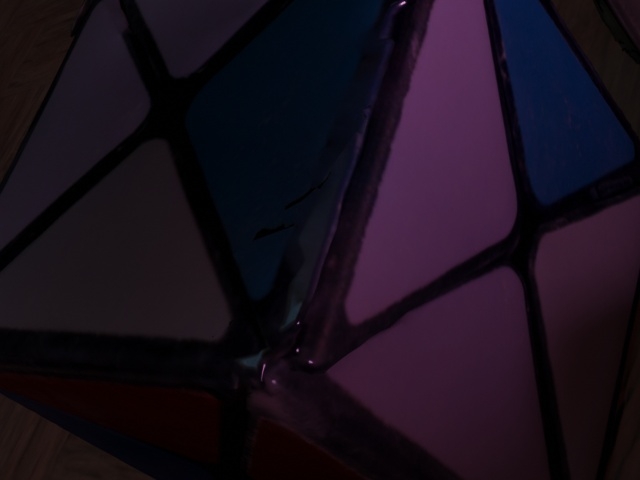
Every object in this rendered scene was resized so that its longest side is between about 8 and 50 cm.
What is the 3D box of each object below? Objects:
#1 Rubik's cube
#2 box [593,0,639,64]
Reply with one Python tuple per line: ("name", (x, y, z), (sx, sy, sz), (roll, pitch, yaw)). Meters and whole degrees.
("Rubik's cube", (0.000, 0.000, 0.600), (0.307, 0.305, 0.310), (-5, 54, 43))
("box", (0.285, -0.239, 0.596), (0.290, 0.220, 0.166), (-23, 31, 32))
